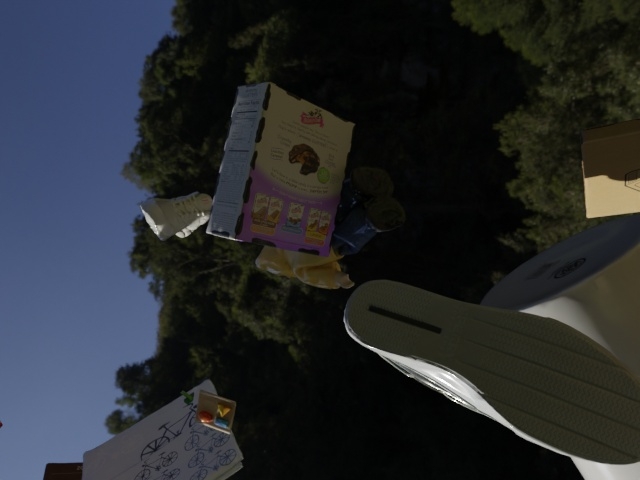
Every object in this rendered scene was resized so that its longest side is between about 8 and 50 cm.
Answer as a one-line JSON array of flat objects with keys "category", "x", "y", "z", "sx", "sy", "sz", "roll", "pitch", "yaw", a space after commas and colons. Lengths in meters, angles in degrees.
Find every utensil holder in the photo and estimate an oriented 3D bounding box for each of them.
[{"category": "utensil holder", "x": 0.491, "y": 0.197, "z": 0.826, "sx": 0.385, "sy": 0.327, "sz": 0.327, "roll": 57, "pitch": -158, "yaw": 1}]

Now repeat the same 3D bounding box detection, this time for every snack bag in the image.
[{"category": "snack bag", "x": -0.316, "y": 0.411, "z": 0.982, "sx": 0.037, "sy": 0.323, "sz": 0.342, "roll": 63, "pitch": 168, "yaw": -20}]

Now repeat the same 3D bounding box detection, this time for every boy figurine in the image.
[{"category": "boy figurine", "x": 0.000, "y": 0.000, "z": 0.815, "sx": 0.092, "sy": 0.285, "sz": 0.177, "roll": -12, "pitch": -106, "yaw": -44}]

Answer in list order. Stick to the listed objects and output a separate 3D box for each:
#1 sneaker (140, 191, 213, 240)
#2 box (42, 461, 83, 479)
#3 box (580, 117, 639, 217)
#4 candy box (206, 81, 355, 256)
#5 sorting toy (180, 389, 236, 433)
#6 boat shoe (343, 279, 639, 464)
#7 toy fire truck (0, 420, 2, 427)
[{"category": "sneaker", "x": -0.282, "y": -0.064, "z": 1.057, "sx": 0.090, "sy": 0.115, "sz": 0.232, "roll": 61, "pitch": -175, "yaw": -3}, {"category": "box", "x": -0.530, "y": 0.691, "z": 1.120, "sx": 0.381, "sy": 0.191, "sz": 0.143, "roll": -103, "pitch": 26, "yaw": -42}, {"category": "box", "x": 0.383, "y": -0.080, "z": 0.534, "sx": 0.164, "sy": 0.201, "sz": 0.021, "roll": 45, "pitch": -136, "yaw": -51}, {"category": "candy box", "x": -0.048, "y": -0.087, "z": 0.691, "sx": 0.165, "sy": 0.070, "sz": 0.196, "roll": 13, "pitch": -92, "yaw": -45}, {"category": "sorting toy", "x": -0.165, "y": 0.245, "z": 0.744, "sx": 0.012, "sy": 0.083, "sz": 0.062, "roll": -53, "pitch": -23, "yaw": -66}, {"category": "boat shoe", "x": 0.189, "y": 0.132, "z": 0.580, "sx": 0.121, "sy": 0.335, "sz": 0.119, "roll": -61, "pitch": -30, "yaw": -9}, {"category": "toy fire truck", "x": -0.609, "y": 0.298, "z": 0.779, "sx": 0.192, "sy": 0.135, "sz": 0.047, "roll": -38, "pitch": -33, "yaw": -31}]
